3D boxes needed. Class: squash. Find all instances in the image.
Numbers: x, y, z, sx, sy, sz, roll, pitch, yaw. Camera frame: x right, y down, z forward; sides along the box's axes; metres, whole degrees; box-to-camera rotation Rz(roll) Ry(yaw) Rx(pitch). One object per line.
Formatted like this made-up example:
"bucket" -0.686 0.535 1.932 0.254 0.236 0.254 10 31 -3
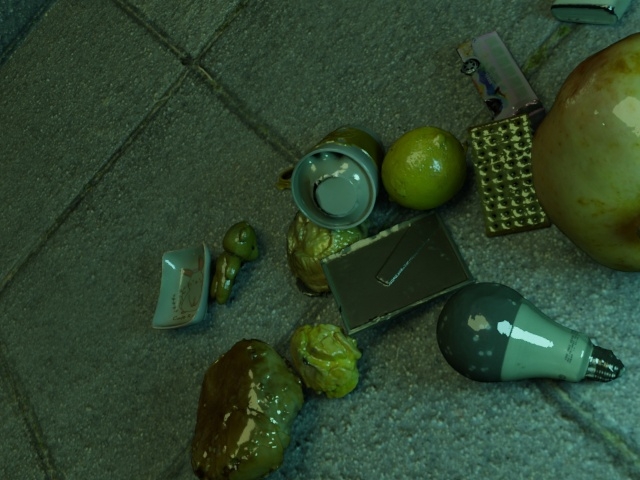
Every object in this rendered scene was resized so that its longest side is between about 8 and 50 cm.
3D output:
"squash" 0.103 0.081 1.658 0.184 0.052 0.052 -13 59 17

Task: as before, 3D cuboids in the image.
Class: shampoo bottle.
"shampoo bottle" 0.620 -0.592 1.651 0.153 0.071 0.284 21 77 43

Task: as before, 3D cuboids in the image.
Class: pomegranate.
"pomegranate" 0.537 -0.127 1.244 0.412 0.411 0.411 -16 58 28

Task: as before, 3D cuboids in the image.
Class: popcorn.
"popcorn" 0.011 0.242 1.593 0.167 0.152 0.148 56 133 17

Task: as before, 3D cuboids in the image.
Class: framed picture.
"framed picture" 0.153 0.062 1.611 0.281 0.019 0.208 -23 54 4

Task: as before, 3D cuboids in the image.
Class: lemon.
"lemon" 0.216 -0.148 1.632 0.206 0.174 0.173 -51 45 31

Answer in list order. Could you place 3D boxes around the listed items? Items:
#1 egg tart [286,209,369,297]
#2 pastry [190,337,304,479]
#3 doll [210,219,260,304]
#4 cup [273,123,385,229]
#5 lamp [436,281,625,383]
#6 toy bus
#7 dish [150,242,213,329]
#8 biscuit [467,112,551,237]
"egg tart" 0.000 0.000 1.759 0.232 0.098 0.252 -9 65 36
"pastry" -0.145 0.365 1.612 0.255 0.162 0.310 -19 51 44
"doll" -0.207 0.056 1.890 0.137 0.097 0.209 -138 69 -72
"cup" 0.025 -0.150 1.706 0.241 0.185 0.226 -1 28 19
"lamp" 0.350 0.181 1.354 0.314 0.182 0.181 18 78 38
"toy bus" 0.385 -0.327 1.661 0.112 0.090 0.274 -28 54 15
"dish" -0.331 0.124 1.933 0.151 0.077 0.212 -13 59 31
"biscuit" 0.375 -0.130 1.552 0.139 0.016 0.231 -12 83 32
